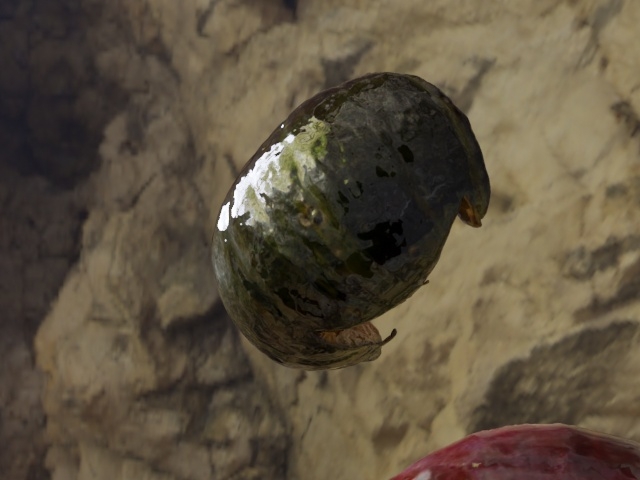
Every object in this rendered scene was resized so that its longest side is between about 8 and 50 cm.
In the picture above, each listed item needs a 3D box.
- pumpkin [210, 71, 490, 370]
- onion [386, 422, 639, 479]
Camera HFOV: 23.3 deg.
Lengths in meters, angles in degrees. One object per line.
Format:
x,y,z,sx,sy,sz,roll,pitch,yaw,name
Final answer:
0.000,0.000,0.809,0.108,0.183,0.119,-14,-123,-36,pumpkin
0.088,0.192,0.551,0.246,0.190,0.246,-5,-115,12,onion
